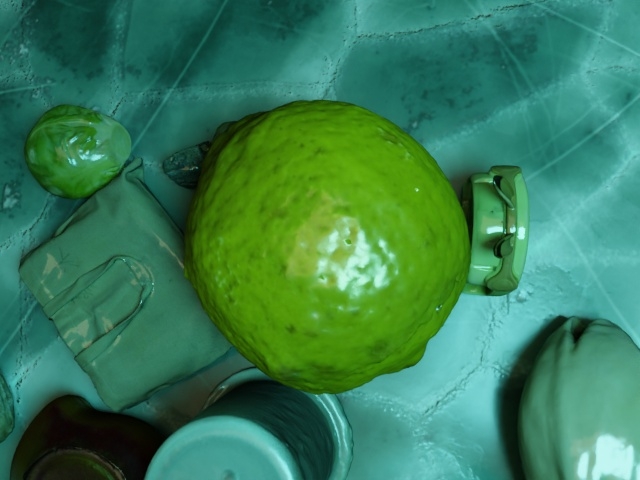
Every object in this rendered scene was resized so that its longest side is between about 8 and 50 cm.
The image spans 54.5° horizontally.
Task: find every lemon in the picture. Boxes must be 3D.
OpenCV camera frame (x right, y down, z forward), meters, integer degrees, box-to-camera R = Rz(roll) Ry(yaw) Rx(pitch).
[{"bbox_3d":[0.000,0.000,0.768,0.349,0.350,0.387,-36,87,1],"label":"lemon"}]

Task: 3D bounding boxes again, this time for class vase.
[{"bbox_3d":[-0.081,0.286,0.778,0.244,0.291,0.245,0,84,4],"label":"vase"}]

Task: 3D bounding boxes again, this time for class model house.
[{"bbox_3d":[-0.191,-0.119,0.937,0.078,0.083,0.066,-21,80,5],"label":"model house"}]

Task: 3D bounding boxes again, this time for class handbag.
[{"bbox_3d":[-0.275,0.074,0.915,0.253,0.109,0.316,-38,82,6],"label":"handbag"}]

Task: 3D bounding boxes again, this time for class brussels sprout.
[{"bbox_3d":[-0.371,-0.134,0.943,0.154,0.117,0.155,-3,81,16],"label":"brussels sprout"}]

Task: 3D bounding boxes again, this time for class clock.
[{"bbox_3d":[0.222,-0.016,0.804,0.069,0.232,0.170,3,83,6],"label":"clock"}]

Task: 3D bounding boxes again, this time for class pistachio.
[{"bbox_3d":[0.358,0.254,0.782,0.226,0.207,0.332,11,64,-35],"label":"pistachio"}]

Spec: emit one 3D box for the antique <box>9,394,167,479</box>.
[{"bbox_3d":[-0.312,0.350,0.876,0.223,0.129,0.278,-38,83,-1],"label":"antique"}]

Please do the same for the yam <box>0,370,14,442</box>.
[{"bbox_3d":[-0.562,0.162,0.926,0.133,0.133,0.331,-31,84,2],"label":"yam"}]
